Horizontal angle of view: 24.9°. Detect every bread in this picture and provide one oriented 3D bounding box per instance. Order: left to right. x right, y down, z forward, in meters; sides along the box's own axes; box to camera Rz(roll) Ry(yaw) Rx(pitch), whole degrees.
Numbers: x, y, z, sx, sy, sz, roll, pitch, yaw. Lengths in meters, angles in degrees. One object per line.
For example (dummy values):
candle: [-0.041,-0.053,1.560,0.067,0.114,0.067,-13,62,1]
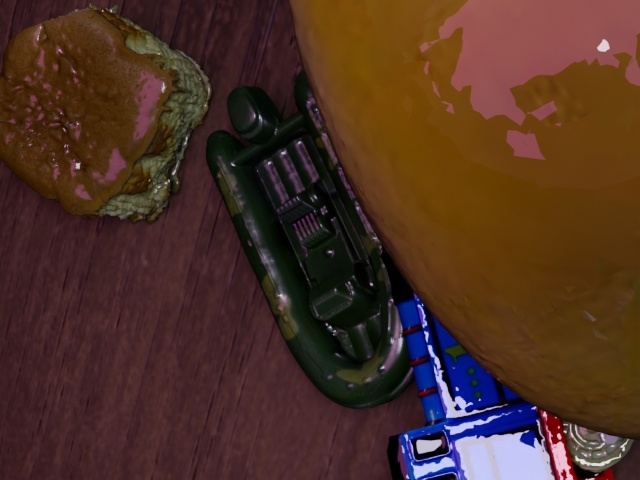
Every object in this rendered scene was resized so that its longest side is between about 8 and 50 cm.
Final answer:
bread: [-0.146,-0.087,0.939,0.140,0.069,0.128,36,106,25]
bread: [0.192,-0.094,0.578,0.376,0.253,0.348,-26,116,18]

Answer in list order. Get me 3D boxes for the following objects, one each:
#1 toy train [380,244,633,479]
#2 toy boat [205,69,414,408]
toy train: [0.090,0.073,0.769,0.131,0.083,0.204,-14,81,4]
toy boat: [0.000,0.000,0.860,0.104,0.052,0.210,-30,74,25]
